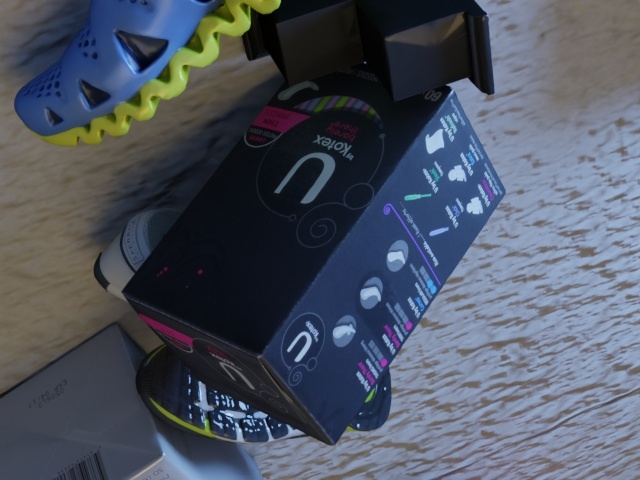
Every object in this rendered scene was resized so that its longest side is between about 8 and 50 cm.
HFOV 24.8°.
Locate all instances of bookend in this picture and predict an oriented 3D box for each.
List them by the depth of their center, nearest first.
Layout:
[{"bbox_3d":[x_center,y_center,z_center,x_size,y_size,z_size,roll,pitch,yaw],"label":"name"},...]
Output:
[{"bbox_3d":[0.032,-0.158,1.132,0.156,0.157,0.072,-19,130,-10],"label":"bookend"}]

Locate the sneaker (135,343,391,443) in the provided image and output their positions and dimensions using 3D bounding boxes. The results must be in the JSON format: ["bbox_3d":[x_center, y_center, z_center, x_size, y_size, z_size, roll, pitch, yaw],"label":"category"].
[{"bbox_3d":[-0.064,0.148,1.367,0.121,0.111,0.300,-19,159,38],"label":"sneaker"}]

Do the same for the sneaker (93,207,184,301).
[{"bbox_3d":[-0.088,0.030,1.312,0.258,0.094,0.091,20,147,-41],"label":"sneaker"}]

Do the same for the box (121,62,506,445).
[{"bbox_3d":[0.000,0.000,1.182,0.270,0.165,0.143,-55,138,-18],"label":"box"}]

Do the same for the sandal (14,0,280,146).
[{"bbox_3d":[-0.112,-0.197,1.072,0.317,0.126,0.138,-40,116,10],"label":"sandal"}]

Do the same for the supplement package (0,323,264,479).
[{"bbox_3d":[-0.170,0.256,1.398,0.177,0.175,0.293,-34,136,4],"label":"supplement package"}]
